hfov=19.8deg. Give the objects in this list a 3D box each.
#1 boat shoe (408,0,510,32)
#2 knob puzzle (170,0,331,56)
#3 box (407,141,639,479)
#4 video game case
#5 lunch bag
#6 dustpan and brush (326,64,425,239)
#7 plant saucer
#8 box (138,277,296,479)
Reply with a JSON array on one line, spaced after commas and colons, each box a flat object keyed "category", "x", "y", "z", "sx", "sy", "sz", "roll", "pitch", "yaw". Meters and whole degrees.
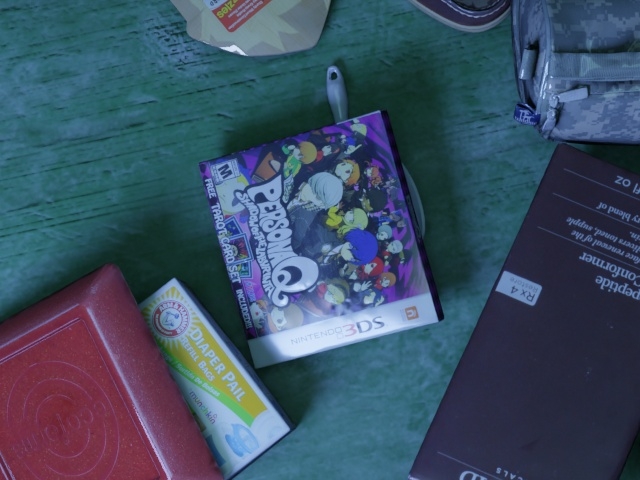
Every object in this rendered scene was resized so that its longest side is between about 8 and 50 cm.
[{"category": "boat shoe", "x": 0.087, "y": -0.371, "z": 1.955, "sx": 0.123, "sy": 0.123, "sz": 0.342, "roll": -35, "pitch": 85, "yaw": -1}, {"category": "knob puzzle", "x": -0.069, "y": -0.283, "z": 2.000, "sx": 0.213, "sy": 0.030, "sz": 0.213, "roll": 0, "pitch": 84, "yaw": 2}, {"category": "box", "x": 0.246, "y": 0.115, "z": 1.827, "sx": 0.191, "sy": 0.143, "sz": 0.381, "roll": 23, "pitch": 78, "yaw": 10}, {"category": "video game case", "x": 0.000, "y": 0.000, "z": 1.931, "sx": 0.210, "sy": 0.042, "sz": 0.232, "roll": -15, "pitch": 91, "yaw": 14}, {"category": "lunch bag", "x": 0.339, "y": -0.199, "z": 1.844, "sx": 0.305, "sy": 0.256, "sz": 0.213, "roll": -2, "pitch": 104, "yaw": 0}, {"category": "dustpan and brush", "x": 0.028, "y": -0.086, "z": 1.971, "sx": 0.147, "sy": 0.060, "sz": 0.211, "roll": -11, "pitch": 91, "yaw": 14}, {"category": "plant saucer", "x": -0.258, "y": 0.190, "z": 1.889, "sx": 0.258, "sy": 0.047, "sz": 0.259, "roll": -28, "pitch": 89, "yaw": 30}, {"category": "box", "x": -0.131, "y": 0.151, "z": 1.926, "sx": 0.114, "sy": 0.103, "sz": 0.203, "roll": -38, "pitch": 85, "yaw": -1}]
